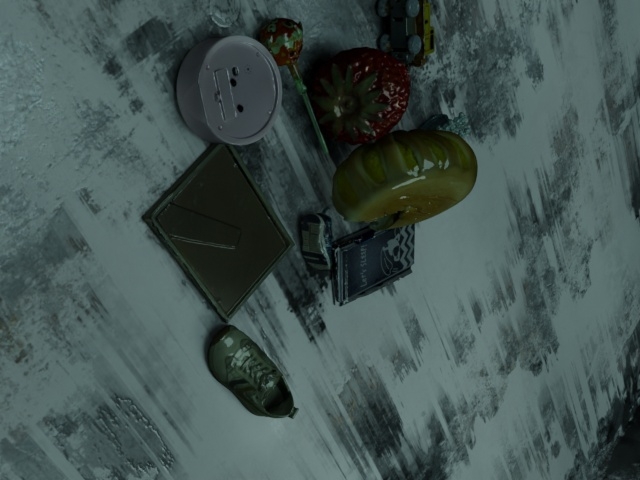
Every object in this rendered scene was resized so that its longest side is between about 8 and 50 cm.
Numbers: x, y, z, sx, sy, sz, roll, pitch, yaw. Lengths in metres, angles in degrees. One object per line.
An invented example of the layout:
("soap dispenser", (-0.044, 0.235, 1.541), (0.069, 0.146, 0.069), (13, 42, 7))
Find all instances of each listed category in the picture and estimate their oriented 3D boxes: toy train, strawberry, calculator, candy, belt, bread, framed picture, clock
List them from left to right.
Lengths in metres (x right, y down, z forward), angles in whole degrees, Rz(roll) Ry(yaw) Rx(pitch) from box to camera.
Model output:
("framed picture", (-0.187, -0.016, 1.684), (0.232, 0.024, 0.315), (-50, 133, -23))
("clock", (-0.165, -0.274, 1.577), (0.196, 0.068, 0.197), (-8, 102, -42))
("candy", (-0.034, -0.299, 1.682), (0.078, 0.084, 0.288), (-75, 145, -60))
("strawberry", (0.102, -0.309, 1.781), (0.244, 0.205, 0.205), (-42, 132, -56))
("calculator", (0.129, 0.042, 2.022), (0.274, 0.028, 0.166), (-23, 121, -37))
("bread", (0.185, -0.143, 1.856), (0.333, 0.333, 0.160), (1, 64, -46))
("toy train", (0.195, -0.475, 1.885), (0.127, 0.089, 0.220), (-30, 122, -48))
("belt", (0.257, -0.233, 2.015), (0.179, 0.100, 0.065), (-42, 125, -26))

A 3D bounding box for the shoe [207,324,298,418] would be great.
("shoe", (-0.135, 0.280, 1.778), (0.103, 0.098, 0.275), (-55, 133, -23))

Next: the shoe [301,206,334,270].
("shoe", (0.000, 0.000, 1.855), (0.071, 0.063, 0.143), (-37, 128, -46))
